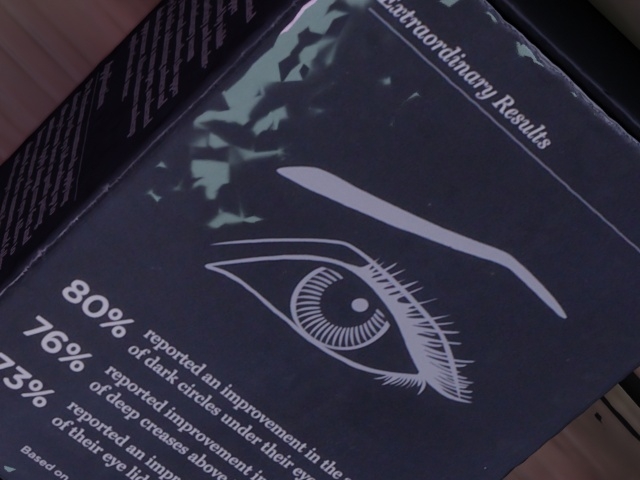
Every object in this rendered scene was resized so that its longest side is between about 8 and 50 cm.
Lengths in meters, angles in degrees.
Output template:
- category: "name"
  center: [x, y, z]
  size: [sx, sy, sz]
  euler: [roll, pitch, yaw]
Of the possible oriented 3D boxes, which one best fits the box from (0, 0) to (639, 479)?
- category: "box"
  center: [0.000, 0.000, 0.530]
  size: [0.207, 0.108, 0.153]
  euler: [-42, 113, 19]
